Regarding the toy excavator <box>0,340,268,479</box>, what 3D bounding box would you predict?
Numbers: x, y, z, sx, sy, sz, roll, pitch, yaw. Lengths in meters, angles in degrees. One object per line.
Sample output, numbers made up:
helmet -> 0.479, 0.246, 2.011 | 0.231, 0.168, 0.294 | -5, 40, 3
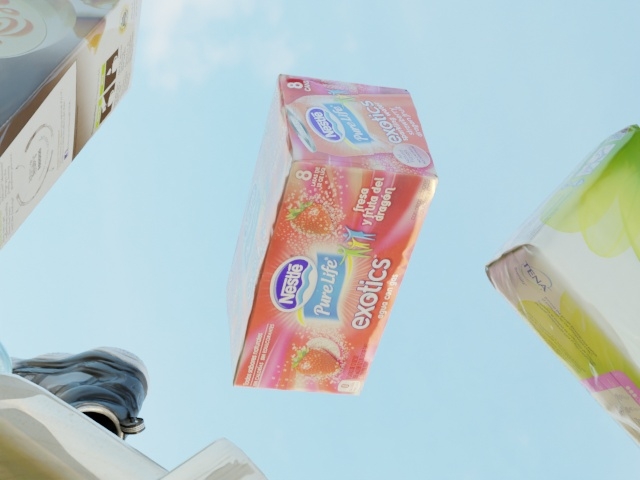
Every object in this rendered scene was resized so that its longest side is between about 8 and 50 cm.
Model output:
toy excavator -> -0.235, 0.146, 0.695 | 0.433, 0.222, 0.445 | 47, -40, 16

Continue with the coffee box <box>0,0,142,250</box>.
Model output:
coffee box -> -0.227, -0.101, 0.757 | 0.141, 0.246, 0.098 | 18, -52, 3

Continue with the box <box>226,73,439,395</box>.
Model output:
box -> 0.000, 0.000, 1.181 | 0.154, 0.142, 0.300 | -100, -159, -48

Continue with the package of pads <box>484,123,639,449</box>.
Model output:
package of pads -> 0.336, 0.062, 1.202 | 0.296, 0.229, 0.101 | 49, -30, -2

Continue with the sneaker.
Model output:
sneaker -> -0.319, 0.194, 1.268 | 0.153, 0.269, 0.101 | -117, -161, -67
